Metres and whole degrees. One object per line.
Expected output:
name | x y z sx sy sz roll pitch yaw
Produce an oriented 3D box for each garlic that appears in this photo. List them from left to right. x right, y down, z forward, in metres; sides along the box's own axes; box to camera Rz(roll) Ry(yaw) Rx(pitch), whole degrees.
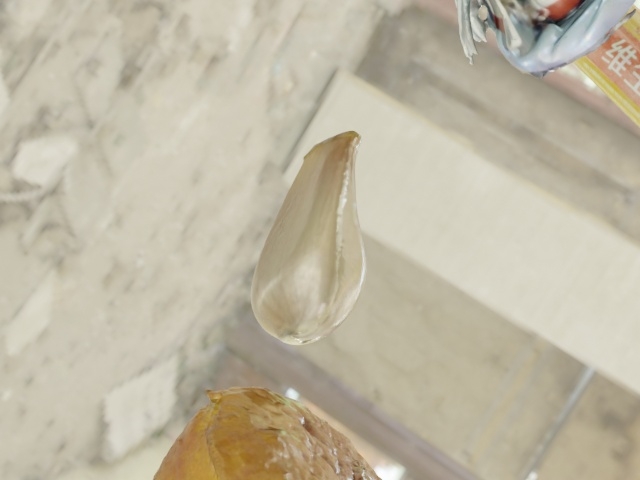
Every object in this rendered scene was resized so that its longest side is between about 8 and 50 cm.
garlic | -0.005 0.006 1.715 0.143 0.112 0.318 -40 -145 43

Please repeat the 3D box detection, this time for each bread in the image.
bread | -0.026 0.288 1.463 0.172 0.312 0.312 -44 165 13

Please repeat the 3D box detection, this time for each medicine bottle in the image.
medicine bottle | 0.425 -0.083 1.539 0.108 0.426 0.108 -31 152 -19

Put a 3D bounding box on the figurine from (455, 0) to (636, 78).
figurine | 0.093 -0.322 1.368 0.248 0.388 0.277 -43 -153 17
